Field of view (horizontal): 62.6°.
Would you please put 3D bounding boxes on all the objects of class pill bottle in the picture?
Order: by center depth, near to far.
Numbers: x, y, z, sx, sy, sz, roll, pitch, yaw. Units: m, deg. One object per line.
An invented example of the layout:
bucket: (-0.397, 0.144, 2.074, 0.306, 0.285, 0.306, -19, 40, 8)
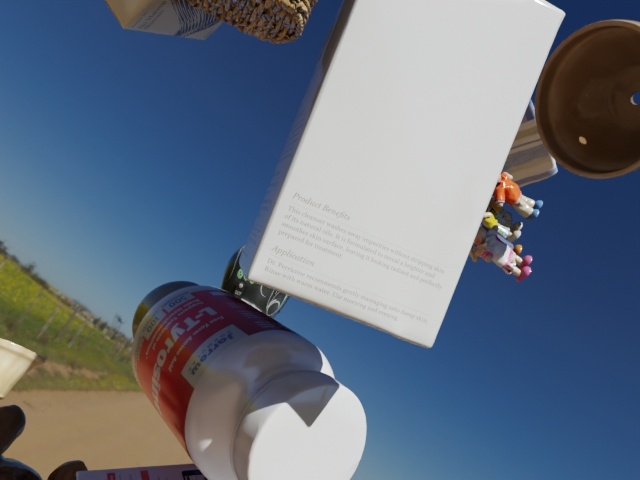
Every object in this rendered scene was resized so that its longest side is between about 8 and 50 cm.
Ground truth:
pill bottle: (-0.123, 0.222, 0.799, 0.229, 0.229, 0.407, 48, -18, -32)

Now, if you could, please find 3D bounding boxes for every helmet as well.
helmet: (-0.131, 0.081, 1.151, 0.169, 0.162, 0.169, 24, -22, 10)

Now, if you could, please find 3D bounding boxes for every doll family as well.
doll family: (0.323, -0.029, 1.036, 0.163, 0.263, 0.118, 35, -40, -8)

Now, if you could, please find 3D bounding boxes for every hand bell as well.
hand bell: (-0.573, 0.285, 0.857, 0.126, 0.242, 0.126, 14, -30, 8)

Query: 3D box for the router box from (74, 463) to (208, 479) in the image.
router box: (-0.187, 0.441, 0.740, 0.300, 0.082, 0.335, 7, 7, -25)

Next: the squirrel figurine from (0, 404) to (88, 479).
squirrel figurine: (-0.719, 0.453, 0.944, 0.280, 0.397, 0.371, -21, -67, 40)

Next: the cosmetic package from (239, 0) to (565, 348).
cosmetic package: (0.076, -0.106, 0.585, 0.217, 0.385, 0.156, 24, -2, -12)

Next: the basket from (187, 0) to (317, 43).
basket: (-0.087, -0.482, 0.876, 0.213, 0.223, 0.299, 21, 4, -16)

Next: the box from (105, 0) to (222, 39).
box: (-0.306, -0.494, 1.085, 0.113, 0.275, 0.094, -32, -88, 28)

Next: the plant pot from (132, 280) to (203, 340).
plant pot: (-0.323, 0.232, 1.274, 0.237, 0.237, 0.254, 43, -13, -20)

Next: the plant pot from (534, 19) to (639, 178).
plant pot: (0.470, -0.222, 0.831, 0.237, 0.109, 0.238, 36, -47, 52)

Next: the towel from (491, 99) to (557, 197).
towel: (0.502, -0.234, 1.412, 0.209, 0.034, 0.285, -20, -43, 25)
